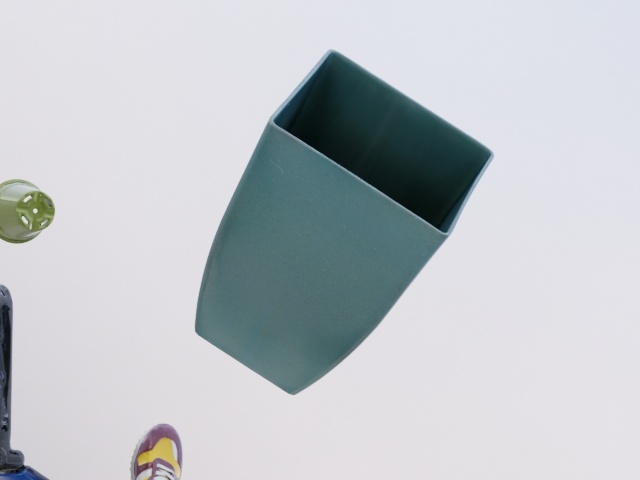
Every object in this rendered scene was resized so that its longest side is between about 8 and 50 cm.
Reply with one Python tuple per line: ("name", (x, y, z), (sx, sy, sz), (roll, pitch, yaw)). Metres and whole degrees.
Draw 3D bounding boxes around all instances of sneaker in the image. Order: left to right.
("sneaker", (-0.197, 0.313, 2.141), (0.069, 0.185, 0.084), (21, -17, -30))

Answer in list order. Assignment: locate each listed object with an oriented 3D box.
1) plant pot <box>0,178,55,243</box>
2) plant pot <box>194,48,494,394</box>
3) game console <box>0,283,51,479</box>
("plant pot", (-0.371, -0.037, 2.212), (0.083, 0.083, 0.079), (57, -22, -16))
("plant pot", (0.000, 0.000, 1.464), (0.166, 0.165, 0.234), (33, -58, 1))
("game console", (-0.317, 0.179, 1.739), (0.293, 0.173, 0.250), (-9, -101, 52))
